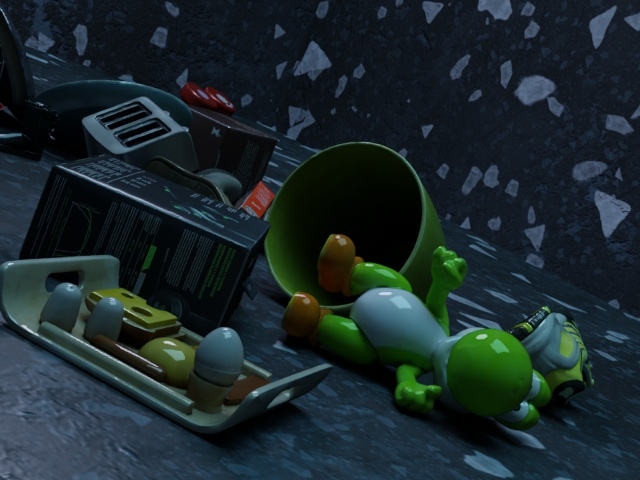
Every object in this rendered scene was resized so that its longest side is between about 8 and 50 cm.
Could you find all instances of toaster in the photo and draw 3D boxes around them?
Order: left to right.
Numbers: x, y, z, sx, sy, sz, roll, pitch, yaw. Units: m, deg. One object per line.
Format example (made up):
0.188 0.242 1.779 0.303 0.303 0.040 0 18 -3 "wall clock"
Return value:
-0.342 -0.169 1.921 0.185 0.110 0.168 -25 42 -24 "toaster"

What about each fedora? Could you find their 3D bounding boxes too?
-0.713 -0.371 2.125 0.152 0.334 0.334 -23 33 -25 "fedora"

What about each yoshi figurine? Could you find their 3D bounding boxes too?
0.139 0.128 1.375 0.362 0.203 0.203 27 26 11 "yoshi figurine"

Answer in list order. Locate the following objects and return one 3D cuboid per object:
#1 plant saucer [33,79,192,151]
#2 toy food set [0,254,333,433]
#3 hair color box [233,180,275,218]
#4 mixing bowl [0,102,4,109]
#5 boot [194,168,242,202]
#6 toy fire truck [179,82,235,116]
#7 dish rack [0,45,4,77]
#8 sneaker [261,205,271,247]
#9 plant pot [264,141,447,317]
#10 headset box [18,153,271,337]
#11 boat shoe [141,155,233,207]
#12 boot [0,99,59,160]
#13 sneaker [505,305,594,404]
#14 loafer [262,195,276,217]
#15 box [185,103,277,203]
-0.418 -0.235 2.092 0.317 0.044 0.317 0 -17 0 "plant saucer"
-0.158 0.092 1.104 0.306 0.092 0.220 26 10 18 "toy food set"
-0.136 -0.053 1.917 0.043 0.072 0.141 46 23 -10 "hair color box"
-0.616 -0.202 1.678 0.181 0.098 0.181 23 9 -4 "mixing bowl"
-0.205 -0.070 2.034 0.161 0.083 0.246 40 18 28 "boot"
-0.277 -0.259 2.684 0.254 0.169 0.302 43 14 10 "toy fire truck"
-0.701 -0.315 1.825 0.271 0.208 0.074 20 22 -19 "dish rack"
0.000 0.000 1.990 0.153 0.099 0.282 25 7 24 "sneaker"
0.097 0.025 1.703 0.275 0.275 0.293 29 -5 34 "plant pot"
-0.209 0.003 1.372 0.283 0.131 0.246 22 9 -1 "headset box"
-0.199 -0.051 1.769 0.104 0.111 0.307 33 8 -43 "boat shoe"
-0.536 -0.205 1.874 0.121 0.099 0.045 16 10 -38 "boot"
0.382 0.202 1.751 0.147 0.145 0.384 57 16 12 "sneaker"
-0.037 -0.035 2.224 0.223 0.076 0.078 20 -29 28 "loafer"
-0.234 -0.189 2.289 0.167 0.168 0.203 28 10 27 "box"
